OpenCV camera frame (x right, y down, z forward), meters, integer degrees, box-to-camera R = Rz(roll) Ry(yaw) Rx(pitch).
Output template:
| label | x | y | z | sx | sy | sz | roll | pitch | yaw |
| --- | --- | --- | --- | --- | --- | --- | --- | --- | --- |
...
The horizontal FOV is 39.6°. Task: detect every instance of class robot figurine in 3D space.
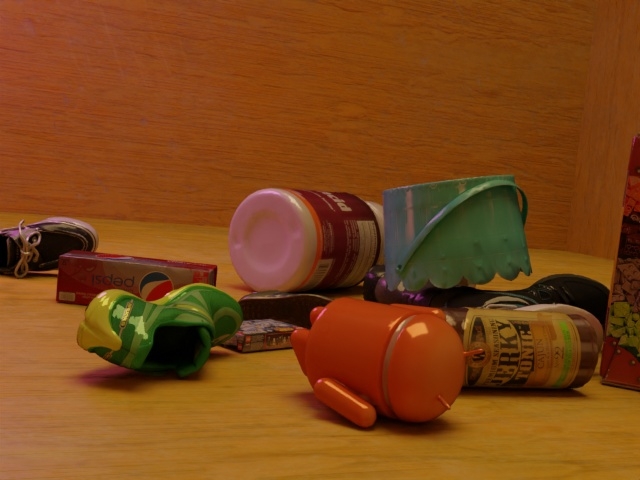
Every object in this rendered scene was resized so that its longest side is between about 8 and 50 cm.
| label | x | y | z | sx | sy | sz | roll | pitch | yaw |
| --- | --- | --- | --- | --- | --- | --- | --- | --- | --- |
| robot figurine | 0.070 | 0.137 | 1.018 | 0.219 | 0.128 | 0.158 | 8 | 3 | 37 |

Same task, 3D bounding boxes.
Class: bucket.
| label | x | y | z | sx | sy | sz | roll | pitch | yaw |
| --- | --- | --- | --- | --- | --- | --- | --- | --- | --- |
| bucket | 0.241 | -0.015 | 1.600 | 0.281 | 0.183 | 0.281 | -7 | 1 | 0 |

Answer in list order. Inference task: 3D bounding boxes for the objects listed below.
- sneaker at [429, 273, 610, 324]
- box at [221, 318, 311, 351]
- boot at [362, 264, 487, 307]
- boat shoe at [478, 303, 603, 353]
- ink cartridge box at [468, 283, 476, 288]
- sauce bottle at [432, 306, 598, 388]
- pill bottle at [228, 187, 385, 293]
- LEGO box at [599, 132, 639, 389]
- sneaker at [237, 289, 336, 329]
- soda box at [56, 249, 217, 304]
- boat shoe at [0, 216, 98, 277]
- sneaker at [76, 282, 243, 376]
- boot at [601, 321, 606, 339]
| label | x | y | z | sx | sy | sz | roll | pitch | yaw |
| --- | --- | --- | --- | --- | --- | --- | --- | --- | --- |
| sneaker | 0.364 | 0.137 | 1.519 | 0.341 | 0.125 | 0.139 | -6 | 11 | -16 |
| box | -0.095 | 0.142 | 1.338 | 0.137 | 0.027 | 0.094 | 1 | 5 | -45 |
| boot | 0.271 | 0.108 | 1.842 | 0.338 | 0.118 | 0.223 | -14 | 20 | -43 |
| boat shoe | 0.284 | 0.147 | 1.352 | 0.301 | 0.108 | 0.102 | -3 | 9 | -20 |
| ink cartridge box | 0.272 | 0.083 | 2.156 | 0.148 | 0.086 | 0.203 | 5 | 4 | -12 |
| sauce bottle | 0.203 | 0.146 | 1.198 | 0.344 | 0.111 | 0.111 | 3 | 5 | -18 |
| pill bottle | 0.000 | 0.000 | 1.988 | 0.224 | 0.224 | 0.392 | 9 | 6 | 35 |
| LEGO box | 0.613 | 0.032 | 1.473 | 0.193 | 0.372 | 0.500 | 8 | 6 | 24 |
| sneaker | -0.047 | 0.113 | 1.510 | 0.192 | 0.064 | 0.086 | 3 | 9 | 2 |
| soda box | -0.317 | 0.074 | 1.548 | 0.263 | 0.083 | 0.092 | 7 | 5 | 0 |
| boat shoe | -0.596 | 0.015 | 1.760 | 0.306 | 0.113 | 0.105 | 2 | 12 | -17 |
| sneaker | -0.182 | 0.126 | 1.131 | 0.123 | 0.109 | 0.295 | 33 | 14 | 22 |
| boot | 0.514 | 0.145 | 1.777 | 0.213 | 0.077 | 0.165 | 9 | 2 | -43 |
